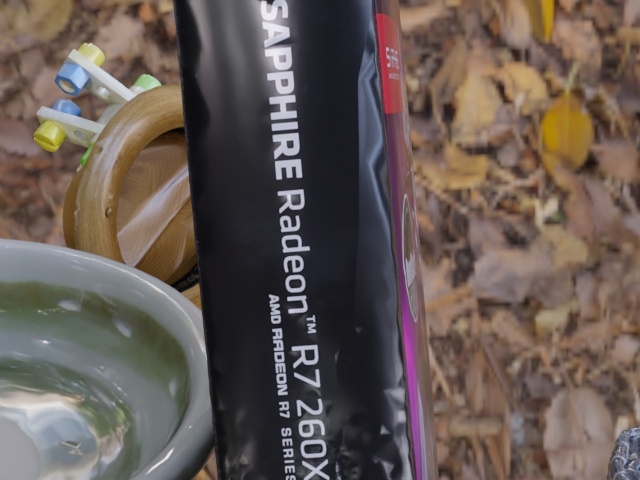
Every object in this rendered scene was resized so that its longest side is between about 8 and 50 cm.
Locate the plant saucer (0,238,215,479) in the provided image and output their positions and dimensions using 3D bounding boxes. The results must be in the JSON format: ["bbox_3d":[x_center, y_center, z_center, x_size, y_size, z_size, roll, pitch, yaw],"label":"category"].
[{"bbox_3d":[-0.247,0.118,0.884,0.400,0.100,0.400,0,24,0],"label":"plant saucer"}]

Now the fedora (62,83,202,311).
[{"bbox_3d":[-0.129,-0.022,1.203,0.079,0.194,0.194,2,51,38],"label":"fedora"}]

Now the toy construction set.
[{"bbox_3d":[-0.139,-0.051,1.687,0.328,0.215,0.151,37,63,20],"label":"toy construction set"}]

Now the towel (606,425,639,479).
[{"bbox_3d":[0.298,0.285,1.129,0.121,0.235,0.283,-15,31,-17],"label":"towel"}]

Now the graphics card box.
[{"bbox_3d":[0.000,0.000,0.774,0.094,0.233,0.371,-4,94,5],"label":"graphics card box"}]
